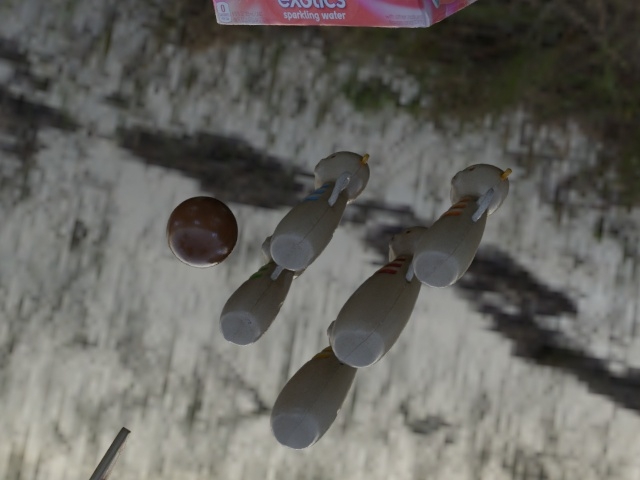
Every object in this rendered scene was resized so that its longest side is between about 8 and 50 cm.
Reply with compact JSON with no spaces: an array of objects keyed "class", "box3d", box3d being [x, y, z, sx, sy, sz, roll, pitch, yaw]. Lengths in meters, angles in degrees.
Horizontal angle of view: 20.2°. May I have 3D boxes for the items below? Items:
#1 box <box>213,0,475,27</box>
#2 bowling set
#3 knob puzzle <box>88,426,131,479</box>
[{"class":"box","box3d":[0.025,-0.320,1.908,0.300,0.154,0.142,8,-152,40]},{"class":"bowling set","box3d":[0.000,0.000,1.356,0.200,0.154,0.287,39,130,-3]},{"class":"knob puzzle","box3d":[-0.236,0.278,1.840,0.030,0.213,0.213,30,160,1]}]
